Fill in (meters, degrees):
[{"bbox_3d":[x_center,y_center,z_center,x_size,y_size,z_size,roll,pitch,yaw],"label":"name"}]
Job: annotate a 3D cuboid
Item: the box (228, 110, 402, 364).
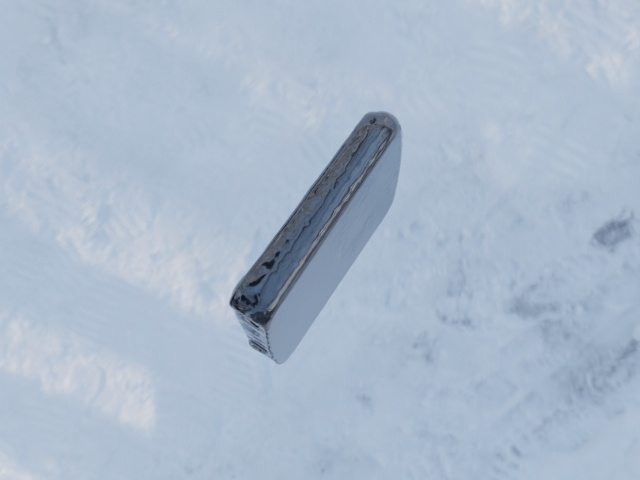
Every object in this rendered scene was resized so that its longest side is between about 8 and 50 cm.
[{"bbox_3d":[0.000,0.000,0.492,0.027,0.126,0.125,33,77,10],"label":"box"}]
